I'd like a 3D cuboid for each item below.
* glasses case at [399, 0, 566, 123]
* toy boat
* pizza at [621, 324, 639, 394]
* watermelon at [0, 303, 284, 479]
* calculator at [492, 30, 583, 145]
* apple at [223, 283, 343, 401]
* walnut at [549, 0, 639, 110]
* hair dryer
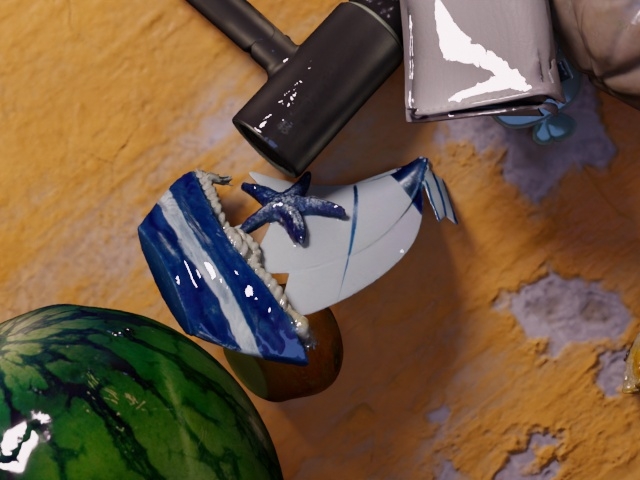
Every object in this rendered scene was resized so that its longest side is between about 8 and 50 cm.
[{"bbox_3d":[0.119,-0.230,0.959,0.128,0.083,0.308,-11,71,14],"label":"glasses case"},{"bbox_3d":[-0.027,-0.014,0.997,0.210,0.070,0.291,34,54,19],"label":"toy boat"},{"bbox_3d":[0.400,0.061,1.083,0.271,0.056,0.134,-21,110,-2],"label":"pizza"},{"bbox_3d":[-0.187,0.227,0.918,0.363,0.363,0.363,-1,101,-5],"label":"watermelon"},{"bbox_3d":[0.185,-0.157,1.040,0.095,0.021,0.153,-27,101,1],"label":"calculator"},{"bbox_3d":[-0.028,0.093,1.022,0.099,0.114,0.102,-34,110,-32],"label":"apple"},{"bbox_3d":[0.302,-0.213,0.952,0.224,0.224,0.224,-1,101,-5],"label":"walnut"},{"bbox_3d":[-0.049,-0.206,0.991,0.248,0.078,0.195,41,82,-1],"label":"hair dryer"}]
